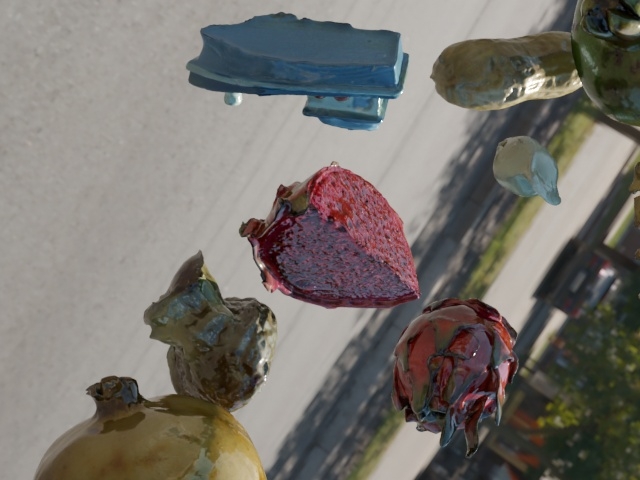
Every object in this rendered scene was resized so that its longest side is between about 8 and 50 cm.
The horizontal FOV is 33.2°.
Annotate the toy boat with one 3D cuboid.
[{"bbox_3d":[-0.027,-0.175,1.139,0.109,0.237,0.098,-76,171,-47],"label":"toy boat"}]

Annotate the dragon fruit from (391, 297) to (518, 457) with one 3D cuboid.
[{"bbox_3d":[0.198,0.198,1.614,0.192,0.193,0.274,-17,-156,35],"label":"dragon fruit"}]

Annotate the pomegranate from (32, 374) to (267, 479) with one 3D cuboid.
[{"bbox_3d":[-0.189,0.312,1.170,0.307,0.307,0.307,-50,164,-20],"label":"pomegranate"}]

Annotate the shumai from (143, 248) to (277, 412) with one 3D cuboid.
[{"bbox_3d":[-0.147,0.115,1.332,0.161,0.153,0.209,-47,-153,-3],"label":"shumai"}]

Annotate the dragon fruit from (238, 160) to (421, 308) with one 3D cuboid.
[{"bbox_3d":[-0.004,-0.007,1.376,0.161,0.126,0.274,-25,139,28],"label":"dragon fruit"}]

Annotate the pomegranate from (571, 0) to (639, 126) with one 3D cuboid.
[{"bbox_3d":[0.362,-0.204,1.140,0.241,0.189,0.159,17,83,-82],"label":"pomegranate"}]

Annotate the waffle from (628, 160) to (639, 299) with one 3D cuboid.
[{"bbox_3d":[0.373,-0.005,0.954,0.065,0.309,0.283,39,90,-31],"label":"waffle"}]

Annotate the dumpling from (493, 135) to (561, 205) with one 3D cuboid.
[{"bbox_3d":[0.161,-0.050,0.814,0.043,0.059,0.077,-51,-159,-9],"label":"dumpling"}]

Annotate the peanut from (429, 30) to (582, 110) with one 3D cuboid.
[{"bbox_3d":[0.243,-0.211,1.336,0.214,0.100,0.099,-8,146,-17],"label":"peanut"}]
